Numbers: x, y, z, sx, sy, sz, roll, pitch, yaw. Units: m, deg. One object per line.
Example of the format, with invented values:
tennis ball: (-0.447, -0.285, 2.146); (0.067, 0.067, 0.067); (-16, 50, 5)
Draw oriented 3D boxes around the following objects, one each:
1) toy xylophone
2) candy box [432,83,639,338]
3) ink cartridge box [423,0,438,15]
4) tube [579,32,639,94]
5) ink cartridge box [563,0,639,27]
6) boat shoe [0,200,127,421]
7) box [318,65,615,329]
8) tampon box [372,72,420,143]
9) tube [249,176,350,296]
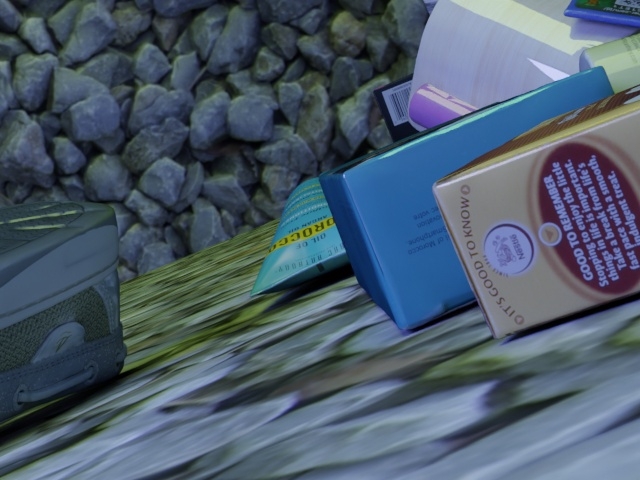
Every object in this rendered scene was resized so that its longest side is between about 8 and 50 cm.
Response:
toy xylophone: (0.179, -0.154, 0.993); (0.322, 0.081, 0.236); (-23, 41, -26)
candy box: (0.136, -0.034, 0.451); (0.186, 0.053, 0.109); (-22, 3, 27)
ink cartridge box: (0.205, -0.246, 1.570); (0.117, 0.283, 0.207); (-20, 4, 45)
tube: (0.221, -0.077, 0.616); (0.240, 0.062, 0.070); (-17, 38, 2)
ink cartridge box: (0.268, -0.209, 0.944); (0.186, 0.065, 0.311); (12, 40, 19)
boat shoe: (-0.206, 0.076, 0.745); (0.118, 0.103, 0.320); (3, 23, 34)
box: (0.057, -0.019, 0.667); (0.100, 0.060, 0.244); (-22, 3, -2)
tampon box: (0.143, -0.114, 1.404); (0.120, 0.101, 0.161); (-20, 3, 29)
tube: (0.000, 0.000, 0.987); (0.080, 0.052, 0.207); (-29, 8, 5)
